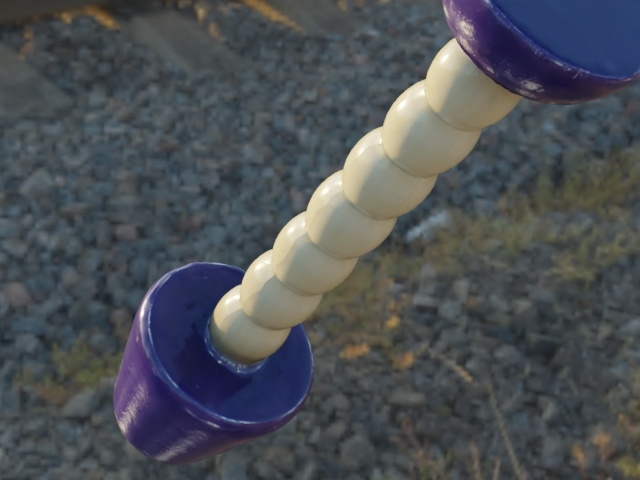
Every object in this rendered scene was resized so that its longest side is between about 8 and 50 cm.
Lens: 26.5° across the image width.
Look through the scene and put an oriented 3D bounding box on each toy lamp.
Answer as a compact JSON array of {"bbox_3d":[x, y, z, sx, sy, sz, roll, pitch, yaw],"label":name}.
[{"bbox_3d":[0.000,0.000,0.483,0.080,0.275,0.080,19,46,-21],"label":"toy lamp"}]
